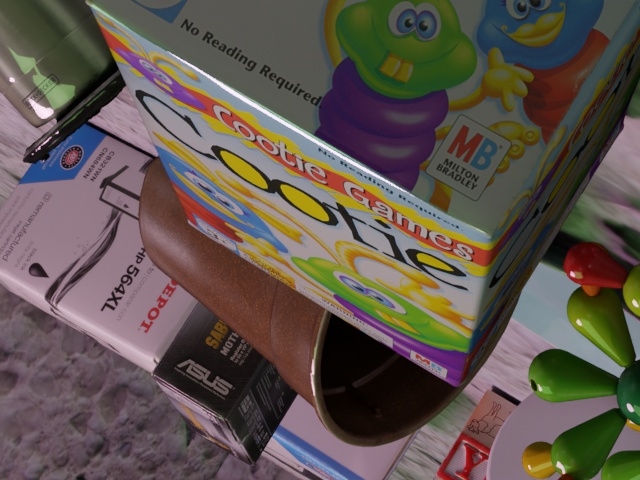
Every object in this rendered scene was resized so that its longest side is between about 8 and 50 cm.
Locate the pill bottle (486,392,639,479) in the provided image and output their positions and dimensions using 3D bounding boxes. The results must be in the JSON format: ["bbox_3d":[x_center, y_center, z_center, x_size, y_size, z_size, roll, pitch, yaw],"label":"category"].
[{"bbox_3d":[0.224,0.203,1.292,0.153,0.153,0.265,24,165,41],"label":"pill bottle"}]

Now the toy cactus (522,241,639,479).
[{"bbox_3d":[0.195,0.088,0.974,0.180,0.112,0.219,9,135,12],"label":"toy cactus"}]

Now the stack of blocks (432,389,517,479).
[{"bbox_3d":[0.140,0.247,1.691,0.087,0.171,0.297,31,170,9],"label":"stack of blocks"}]

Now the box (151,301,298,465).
[{"bbox_3d":[-0.027,0.044,1.217,0.056,0.183,0.231,30,170,8],"label":"box"}]

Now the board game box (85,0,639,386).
[{"bbox_3d":[0.031,-0.061,0.674,0.144,0.142,0.275,31,170,9],"label":"board game box"}]

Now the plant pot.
[{"bbox_3d":[0.000,0.000,1.015,0.165,0.167,0.167,31,171,36],"label":"plant pot"}]

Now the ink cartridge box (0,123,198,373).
[{"bbox_3d":[-0.158,0.009,1.537,0.203,0.148,0.086,26,166,27],"label":"ink cartridge box"}]

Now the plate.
[{"bbox_3d":[0.156,0.040,1.102,0.188,0.024,0.188,32,169,7],"label":"plate"}]

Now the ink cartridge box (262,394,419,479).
[{"bbox_3d":[-0.019,0.147,1.813,0.223,0.129,0.307,32,170,3],"label":"ink cartridge box"}]

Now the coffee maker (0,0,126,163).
[{"bbox_3d":[-0.116,-0.144,0.738,0.178,0.120,0.171,49,-159,-8],"label":"coffee maker"}]
